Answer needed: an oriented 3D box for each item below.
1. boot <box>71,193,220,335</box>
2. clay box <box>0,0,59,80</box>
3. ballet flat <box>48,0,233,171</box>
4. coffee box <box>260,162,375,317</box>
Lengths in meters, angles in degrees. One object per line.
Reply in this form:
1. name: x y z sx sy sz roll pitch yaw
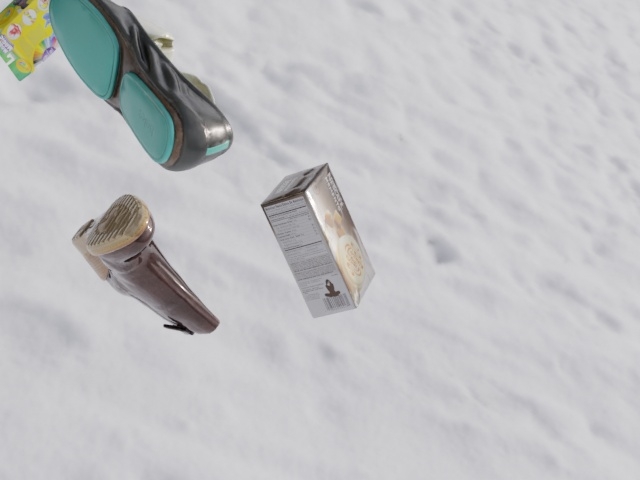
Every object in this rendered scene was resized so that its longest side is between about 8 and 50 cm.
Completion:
1. boot: -0.202 0.041 1.242 0.207 0.248 0.090 41 70 -18
2. clay box: -0.573 -0.442 1.983 0.053 0.127 0.222 30 69 30
3. ballet flat: -0.181 -0.167 1.005 0.096 0.095 0.280 -10 50 -40
4. coffee box: 0.000 0.000 1.828 0.246 0.098 0.141 66 27 -18
